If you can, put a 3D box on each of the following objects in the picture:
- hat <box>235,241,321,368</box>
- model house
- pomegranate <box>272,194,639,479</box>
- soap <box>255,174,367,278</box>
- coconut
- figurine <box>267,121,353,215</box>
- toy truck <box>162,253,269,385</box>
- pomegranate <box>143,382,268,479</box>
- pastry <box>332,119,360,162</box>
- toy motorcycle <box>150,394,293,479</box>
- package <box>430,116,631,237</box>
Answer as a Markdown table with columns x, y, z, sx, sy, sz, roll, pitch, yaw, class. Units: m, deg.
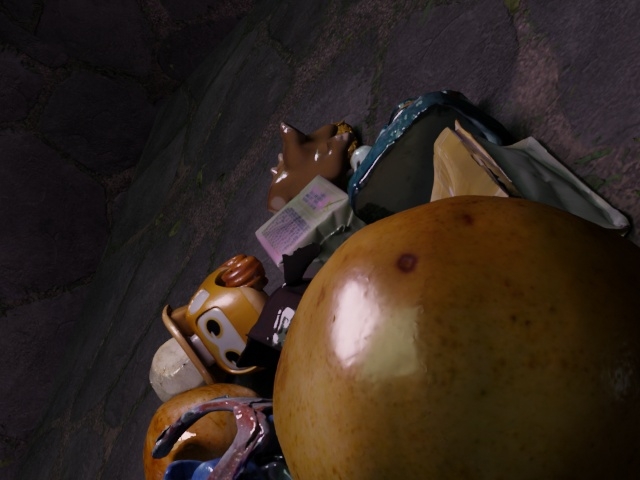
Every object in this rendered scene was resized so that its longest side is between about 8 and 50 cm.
| x | y | z | sx | sy | sz | roll | pitch | yaw | class |
| --- | --- | --- | --- | --- | --- | --- | --- | --- | --- |
| 0.002 | 0.130 | 1.334 | 0.336 | 0.238 | 0.209 | -33 | 37 | 63 | hat |
| 0.163 | -0.170 | 1.416 | 0.253 | 0.184 | 0.291 | -53 | 20 | 26 | model house |
| 0.157 | 0.159 | 0.808 | 0.417 | 0.417 | 0.416 | -44 | 29 | 33 | pomegranate |
| 0.000 | 0.000 | 1.532 | 0.182 | 0.138 | 0.199 | -41 | 25 | -2 | soap |
| -0.280 | 0.296 | 1.787 | 0.161 | 0.162 | 0.161 | -18 | 40 | 16 | coconut |
| -0.014 | -0.139 | 1.699 | 0.173 | 0.177 | 0.247 | -57 | -25 | -60 | figurine |
| -0.168 | 0.157 | 1.580 | 0.212 | 0.204 | 0.288 | -36 | 11 | -10 | toy truck |
| -0.191 | 0.363 | 1.444 | 0.248 | 0.248 | 0.248 | -44 | 29 | 33 | pomegranate |
| 0.050 | -0.213 | 1.817 | 0.080 | 0.056 | 0.140 | -54 | 31 | 33 | pastry |
| -0.131 | 0.363 | 1.243 | 0.319 | 0.182 | 0.241 | -42 | 37 | 26 | toy motorcycle |
| 0.234 | -0.043 | 1.140 | 0.221 | 0.165 | 0.311 | -53 | 25 | 17 | package |
